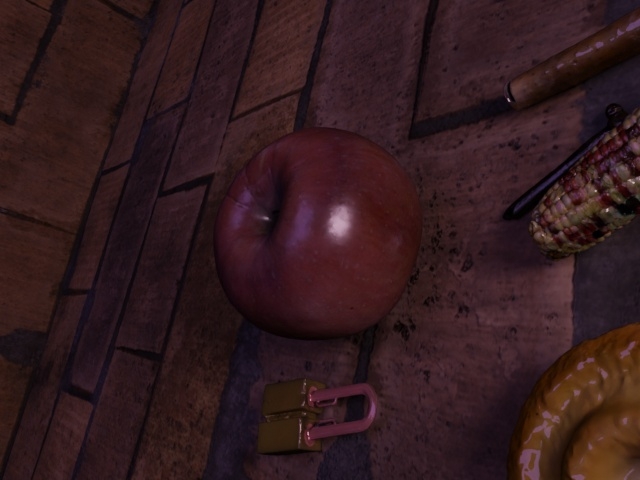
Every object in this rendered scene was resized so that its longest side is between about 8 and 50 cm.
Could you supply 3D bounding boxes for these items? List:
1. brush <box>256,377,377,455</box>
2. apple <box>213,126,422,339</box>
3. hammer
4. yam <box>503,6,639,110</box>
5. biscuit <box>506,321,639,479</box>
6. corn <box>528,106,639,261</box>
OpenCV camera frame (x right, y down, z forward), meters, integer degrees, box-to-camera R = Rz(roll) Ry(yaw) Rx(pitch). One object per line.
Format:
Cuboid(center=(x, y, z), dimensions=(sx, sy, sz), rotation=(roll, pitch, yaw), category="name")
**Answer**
Cuboid(center=(0.000, 0.242, 0.872), dimensions=(0.233, 0.047, 0.103), rotation=(-24, 53, 45), category="brush")
Cuboid(center=(0.000, 0.000, 0.842), dimensions=(0.305, 0.235, 0.306), rotation=(-26, 53, 42), category="apple")
Cuboid(center=(0.271, -0.075, 0.697), dimensions=(0.178, 0.021, 0.065), rotation=(-44, 41, 32), category="hammer")
Cuboid(center=(0.321, -0.215, 0.687), dimensions=(0.264, 0.046, 0.046), rotation=(-23, 53, 46), category="yam")
Cuboid(center=(0.274, 0.167, 0.493), dimensions=(0.274, 0.091, 0.213), rotation=(-5, 70, 56), category="biscuit")
Cuboid(center=(0.305, -0.074, 0.595), dimensions=(0.253, 0.086, 0.086), rotation=(-46, 39, 33), category="corn")
